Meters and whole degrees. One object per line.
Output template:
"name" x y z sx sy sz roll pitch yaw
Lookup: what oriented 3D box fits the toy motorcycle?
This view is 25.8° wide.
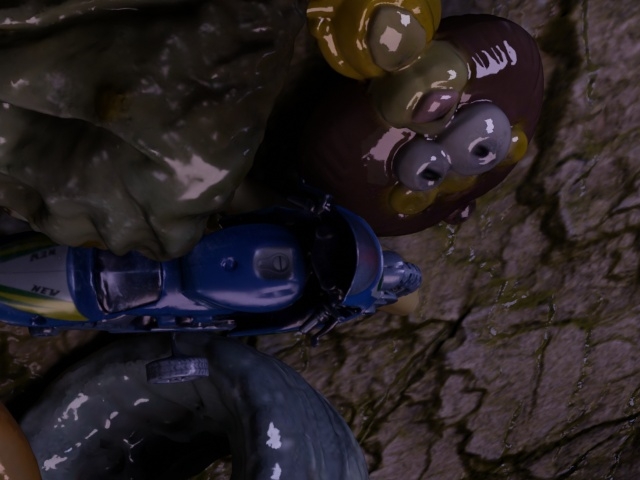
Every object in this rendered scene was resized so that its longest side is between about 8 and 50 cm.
"toy motorcycle" -0.057 0.020 0.715 0.254 0.092 0.135 -2 169 -17

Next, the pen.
"pen" 0.000 0.000 0.839 0.040 0.032 0.233 -42 144 11

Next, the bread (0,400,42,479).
"bread" -0.292 0.153 0.661 0.270 0.211 0.315 -52 149 13

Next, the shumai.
"shumai" -0.098 -0.087 0.612 0.142 0.184 0.184 22 122 -18

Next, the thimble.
"thimble" -0.085 0.183 0.840 0.250 0.205 0.172 -60 150 -9

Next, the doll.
"doll" 0.038 -0.073 0.737 0.188 0.096 0.145 29 105 -41
